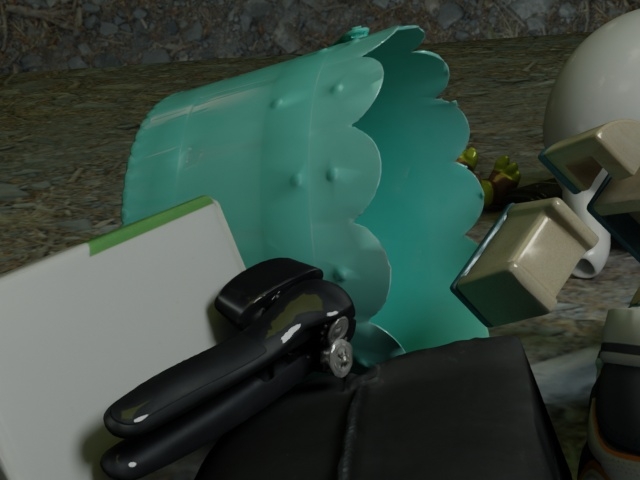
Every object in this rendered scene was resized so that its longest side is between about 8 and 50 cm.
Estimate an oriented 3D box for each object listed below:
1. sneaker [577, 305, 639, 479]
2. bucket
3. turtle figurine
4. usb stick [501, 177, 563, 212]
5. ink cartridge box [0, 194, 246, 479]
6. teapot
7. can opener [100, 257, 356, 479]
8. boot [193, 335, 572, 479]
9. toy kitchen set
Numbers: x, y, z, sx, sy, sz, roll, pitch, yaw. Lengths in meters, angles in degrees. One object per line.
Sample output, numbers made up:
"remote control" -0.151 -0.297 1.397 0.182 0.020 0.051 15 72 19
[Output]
"sneaker" 0.214 0.112 0.638 0.126 0.127 0.321 3 -6 25
"bucket" 0.000 0.000 0.774 0.183 0.281 0.281 -6 16 21
"turtle figurine" 0.116 -0.059 1.221 0.217 0.087 0.269 -8 8 -36
"usb stick" 0.327 -0.063 1.256 0.278 0.045 0.077 -16 22 -31
"ink cartridge box" -0.195 0.087 0.635 0.278 0.117 0.201 -19 6 37
"teapot" 0.356 -0.101 1.067 0.253 0.256 0.187 2 23 -14
"can opener" -0.043 0.068 0.566 0.073 0.059 0.186 15 32 30
"boot" -0.072 0.173 0.439 0.367 0.146 0.445 -4 17 9
"toy kitchen set" 0.203 0.040 0.780 0.166 0.207 0.122 -52 14 -24
